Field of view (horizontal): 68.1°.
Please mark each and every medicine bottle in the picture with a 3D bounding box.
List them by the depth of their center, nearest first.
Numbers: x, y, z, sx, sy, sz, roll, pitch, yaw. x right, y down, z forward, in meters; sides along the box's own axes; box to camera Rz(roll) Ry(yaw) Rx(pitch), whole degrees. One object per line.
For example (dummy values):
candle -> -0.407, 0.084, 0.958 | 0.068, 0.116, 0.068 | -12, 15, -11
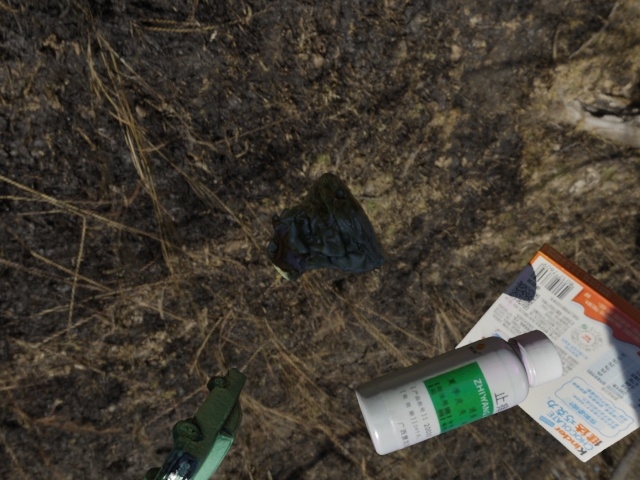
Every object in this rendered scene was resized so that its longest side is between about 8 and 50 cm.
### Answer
medicine bottle -> 0.179, 0.191, 0.621 | 0.259, 0.095, 0.095 | -21, 148, -3

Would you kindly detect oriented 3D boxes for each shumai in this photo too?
shumai -> 0.000, 0.000, 0.362 | 0.080, 0.083, 0.082 | -32, -174, 6

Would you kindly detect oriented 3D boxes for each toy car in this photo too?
toy car -> -0.203, 0.340, 0.835 | 0.142, 0.097, 0.321 | -58, 180, 7

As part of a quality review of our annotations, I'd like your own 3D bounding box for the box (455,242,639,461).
box -> 0.393, 0.185, 0.760 | 0.048, 0.273, 0.265 | -27, 152, -44
